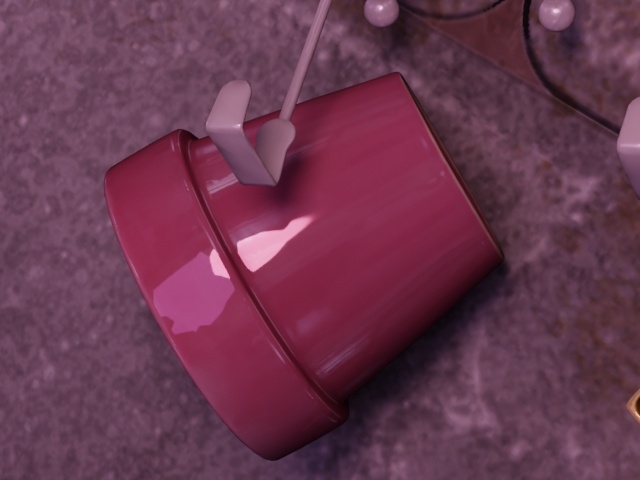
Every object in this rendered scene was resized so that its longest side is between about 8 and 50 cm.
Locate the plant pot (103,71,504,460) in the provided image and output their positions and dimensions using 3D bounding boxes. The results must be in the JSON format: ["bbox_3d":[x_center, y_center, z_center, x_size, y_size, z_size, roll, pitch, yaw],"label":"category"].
[{"bbox_3d":[0.000,0.000,1.081,0.180,0.201,0.201,-30,75,6],"label":"plant pot"}]

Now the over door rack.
[{"bbox_3d":[0.109,-0.130,0.999,0.240,0.108,0.324,3,46,25],"label":"over door rack"}]

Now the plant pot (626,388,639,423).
[{"bbox_3d":[0.234,0.091,1.010,0.081,0.083,0.081,-47,70,18],"label":"plant pot"}]
